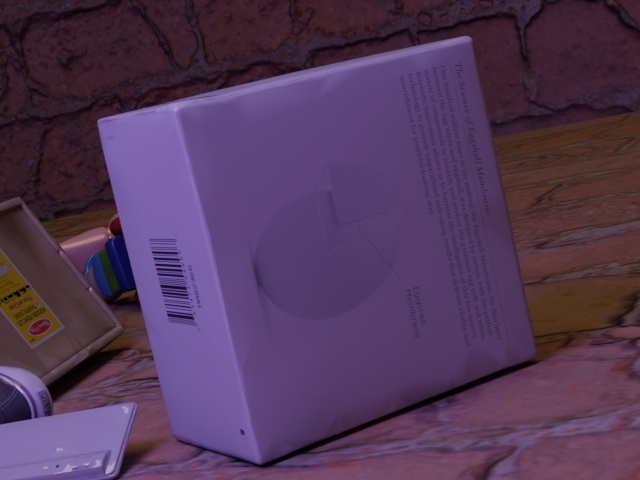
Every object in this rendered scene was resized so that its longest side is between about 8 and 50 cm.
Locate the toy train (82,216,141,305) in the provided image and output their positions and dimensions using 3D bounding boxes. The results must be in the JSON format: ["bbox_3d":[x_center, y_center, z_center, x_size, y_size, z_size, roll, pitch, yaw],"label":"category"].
[{"bbox_3d":[-0.158,0.011,1.670,0.248,0.105,0.143,-18,-4,-35],"label":"toy train"}]

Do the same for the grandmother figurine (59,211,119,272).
[{"bbox_3d":[-0.409,0.052,1.776,0.343,0.104,0.208,-16,-20,-7],"label":"grandmother figurine"}]

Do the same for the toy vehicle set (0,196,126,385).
[{"bbox_3d":[-0.277,0.055,1.223,0.035,0.166,0.267,-39,0,16],"label":"toy vehicle set"}]

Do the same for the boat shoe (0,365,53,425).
[{"bbox_3d":[-0.303,0.132,1.052,0.229,0.080,0.076,2,13,35],"label":"boat shoe"}]

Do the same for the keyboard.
[{"bbox_3d":[-0.248,0.152,0.939,0.256,0.014,0.072,-11,26,13],"label":"keyboard"}]

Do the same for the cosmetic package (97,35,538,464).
[{"bbox_3d":[0.000,0.000,0.930,0.225,0.224,0.138,-16,8,-28],"label":"cosmetic package"}]
